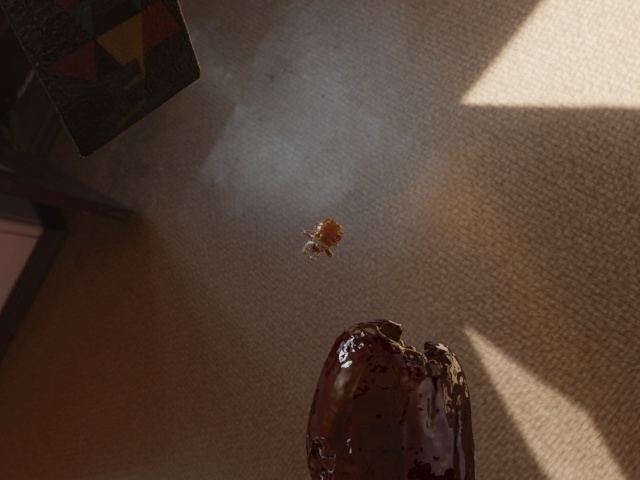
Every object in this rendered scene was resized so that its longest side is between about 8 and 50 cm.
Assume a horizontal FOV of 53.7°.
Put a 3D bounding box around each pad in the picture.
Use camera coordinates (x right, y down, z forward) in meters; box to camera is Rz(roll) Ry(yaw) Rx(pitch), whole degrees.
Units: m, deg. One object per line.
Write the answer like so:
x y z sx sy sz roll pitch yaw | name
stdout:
-0.167 -0.182 0.473 0.003 0.212 0.143 24 55 32 | pad

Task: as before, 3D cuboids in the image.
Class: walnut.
0.101 0.243 0.840 0.221 0.244 0.269 10 90 14 | walnut

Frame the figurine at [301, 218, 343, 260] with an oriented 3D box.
0.000 0.000 0.916 0.064 0.109 0.047 39 63 -2 | figurine
